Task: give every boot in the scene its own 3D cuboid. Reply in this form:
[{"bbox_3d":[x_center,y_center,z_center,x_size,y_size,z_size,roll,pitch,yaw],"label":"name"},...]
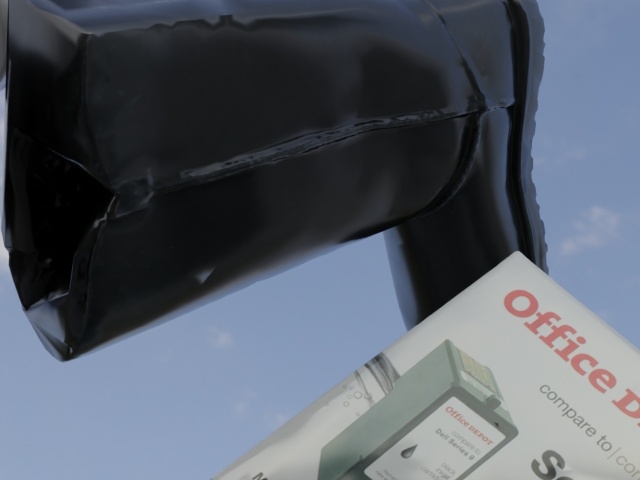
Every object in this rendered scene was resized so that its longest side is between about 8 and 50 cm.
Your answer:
[{"bbox_3d":[0.000,-0.002,0.677,0.146,0.445,0.366,8,-71,38],"label":"boot"}]

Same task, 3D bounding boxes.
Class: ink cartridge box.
[{"bbox_3d":[0.072,0.171,0.495,0.289,0.211,0.121,-36,-36,-14],"label":"ink cartridge box"}]

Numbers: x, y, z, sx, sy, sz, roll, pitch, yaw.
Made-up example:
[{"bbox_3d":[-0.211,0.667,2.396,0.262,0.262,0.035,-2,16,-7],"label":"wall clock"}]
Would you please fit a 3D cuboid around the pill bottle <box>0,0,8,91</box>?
[{"bbox_3d":[-0.206,-0.168,0.643,0.108,0.180,0.107,8,-65,16],"label":"pill bottle"}]
